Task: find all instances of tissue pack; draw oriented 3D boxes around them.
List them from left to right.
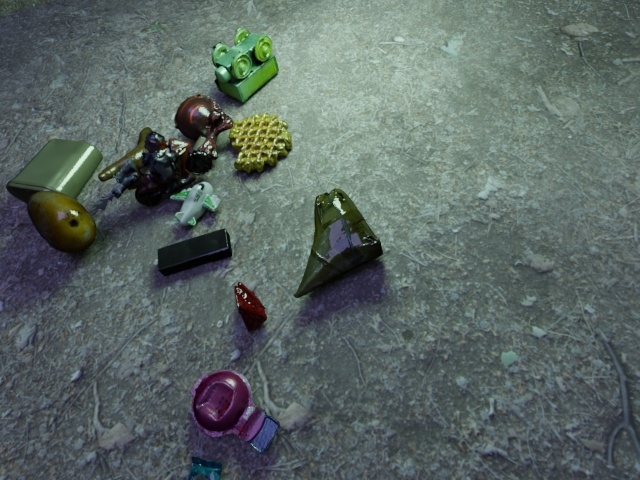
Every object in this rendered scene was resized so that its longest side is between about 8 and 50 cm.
[{"bbox_3d":[-0.264,0.562,0.888,0.085,0.028,0.138,2,65,16],"label":"tissue pack"}]

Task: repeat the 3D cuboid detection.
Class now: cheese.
[{"bbox_3d":[-0.208,0.401,0.951,0.244,0.062,0.155,25,68,22],"label":"cheese"}]

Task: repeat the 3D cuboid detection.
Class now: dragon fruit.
[{"bbox_3d":[-0.188,0.167,1.087,0.063,0.097,0.131,-19,38,-4],"label":"dragon fruit"}]

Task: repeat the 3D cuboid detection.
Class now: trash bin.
[{"bbox_3d":[-0.950,-0.242,1.448,0.243,0.121,0.247,8,58,15],"label":"trash bin"}]

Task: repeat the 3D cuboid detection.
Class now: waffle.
[{"bbox_3d":[-0.227,-0.349,1.404,0.253,0.056,0.249,38,72,25],"label":"waffle"}]

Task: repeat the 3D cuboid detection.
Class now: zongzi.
[{"bbox_3d":[0.000,0.000,1.117,0.274,0.125,0.251,-30,60,-1],"label":"zongzi"}]

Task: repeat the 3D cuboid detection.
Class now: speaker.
[{"bbox_3d":[-0.378,0.036,1.211,0.218,0.044,0.082,-18,58,1],"label":"speaker"}]

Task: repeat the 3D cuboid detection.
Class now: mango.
[{"bbox_3d":[-0.834,-0.068,1.282,0.316,0.193,0.146,23,45,35],"label":"mango"}]

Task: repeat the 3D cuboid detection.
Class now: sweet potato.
[{"bbox_3d":[-0.648,-0.303,1.424,0.108,0.079,0.346,6,43,9],"label":"sweet potato"}]

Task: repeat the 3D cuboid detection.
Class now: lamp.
[{"bbox_3d":[-0.429,-0.406,1.410,0.223,0.151,0.215,35,101,44],"label":"lamp"}]

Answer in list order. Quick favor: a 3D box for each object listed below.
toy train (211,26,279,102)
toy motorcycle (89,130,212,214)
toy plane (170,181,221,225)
[{"bbox_3d":[-0.286,-0.672,1.531,0.159,0.188,0.271,32,68,25],"label":"toy train"},{"bbox_3d":[-0.562,-0.212,1.296,0.401,0.207,0.134,-32,43,1],"label":"toy motorcycle"},{"bbox_3d":[-0.405,-0.120,1.289,0.174,0.080,0.174,-5,57,7],"label":"toy plane"}]
